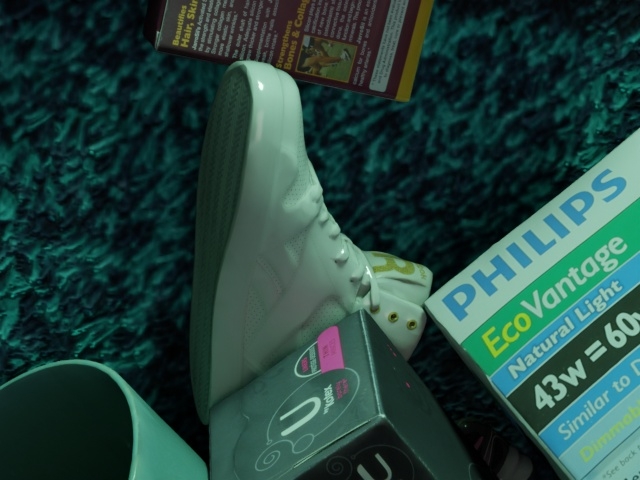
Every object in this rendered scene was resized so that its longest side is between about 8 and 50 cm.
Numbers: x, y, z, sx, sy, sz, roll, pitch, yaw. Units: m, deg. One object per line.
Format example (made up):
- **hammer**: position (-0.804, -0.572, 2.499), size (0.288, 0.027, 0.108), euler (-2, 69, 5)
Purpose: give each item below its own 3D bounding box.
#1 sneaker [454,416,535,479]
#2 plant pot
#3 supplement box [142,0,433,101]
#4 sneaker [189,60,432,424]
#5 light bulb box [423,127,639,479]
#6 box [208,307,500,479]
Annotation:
- **sneaker**: position (0.077, 0.207, 1.419), size (0.178, 0.072, 0.077), euler (-43, 95, -6)
- **plant pot**: position (-0.156, 0.268, 1.270), size (0.293, 0.293, 0.235), euler (-47, 122, 2)
- **supplement box**: position (-0.022, -0.170, 1.284), size (0.188, 0.081, 0.104), euler (11, 102, -15)
- **sneaker**: position (0.000, 0.000, 1.308), size (0.169, 0.108, 0.292), euler (-3, 126, -15)
- **light bulb box**: position (0.330, 0.087, 1.254), size (0.358, 0.361, 0.225), euler (-40, 135, 0)
- **box**: position (0.056, 0.211, 1.268), size (0.143, 0.165, 0.270), euler (-35, 112, 10)
